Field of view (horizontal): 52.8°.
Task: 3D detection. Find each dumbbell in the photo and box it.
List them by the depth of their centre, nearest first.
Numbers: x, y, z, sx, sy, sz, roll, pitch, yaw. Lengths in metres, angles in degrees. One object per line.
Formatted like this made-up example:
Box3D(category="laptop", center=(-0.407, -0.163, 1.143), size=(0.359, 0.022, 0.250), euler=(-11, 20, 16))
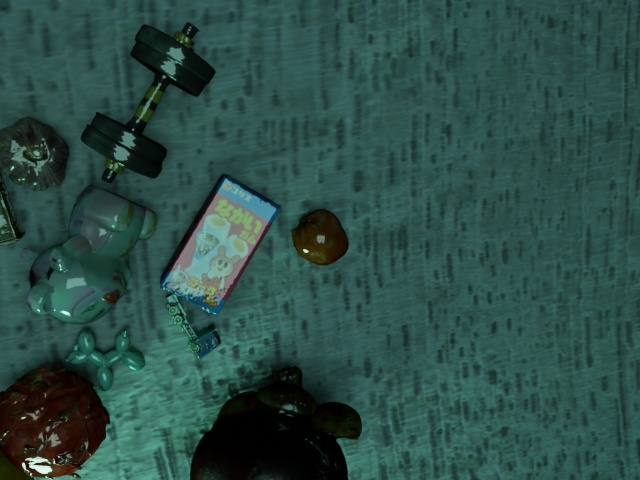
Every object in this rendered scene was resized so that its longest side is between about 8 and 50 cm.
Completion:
Box3D(category="dumbbell", center=(-0.372, -0.297, 1.401), size=(0.185, 0.185, 0.388), euler=(30, 92, -19))

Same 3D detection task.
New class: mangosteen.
Box3D(category="mangosteen", center=(-0.099, 0.545, 1.561), size=(0.381, 0.381, 0.421), euler=(50, 57, -18))

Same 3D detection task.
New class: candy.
Box3D(category="candy", center=(-0.241, 0.007, 1.541), size=(0.157, 0.100, 0.305), euler=(30, 93, -18))

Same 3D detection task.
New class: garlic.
Box3D(category="garlic", center=(-0.621, -0.186, 1.393), size=(0.147, 0.102, 0.159), euler=(-20, 104, -17))

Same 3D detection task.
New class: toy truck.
Box3D(category="toy truck", center=(-0.312, 0.198, 1.579), size=(0.081, 0.067, 0.175), euler=(-31, 104, -14))

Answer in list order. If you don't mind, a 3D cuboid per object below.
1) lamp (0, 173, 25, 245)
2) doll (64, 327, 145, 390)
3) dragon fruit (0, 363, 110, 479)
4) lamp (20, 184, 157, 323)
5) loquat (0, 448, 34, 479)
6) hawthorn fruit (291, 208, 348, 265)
Box3D(category="lamp", center=(-0.732, -0.146, 1.379), size=(0.089, 0.090, 0.325), euler=(-16, 106, -13))
Box3D(category="doll", center=(-0.519, 0.275, 1.536), size=(0.160, 0.059, 0.158), euler=(-25, 108, -8))
Box3D(category="dragon fruit", center=(-0.606, 0.408, 1.455), size=(0.241, 0.241, 0.252), euler=(-48, 124, -2))
Box3D(category="lamp", center=(-0.528, 0.028, 1.424), size=(0.248, 0.247, 0.301), euler=(23, 87, 12))
Box3D(category="loquat", center=(-0.762, 0.571, 1.438), size=(0.235, 0.235, 0.234), euler=(-3, 102, -15))
Box3D(category="hawthorn fruit", center=(0.000, 0.000, 1.592), size=(0.138, 0.133, 0.132), euler=(40, 88, -22))
